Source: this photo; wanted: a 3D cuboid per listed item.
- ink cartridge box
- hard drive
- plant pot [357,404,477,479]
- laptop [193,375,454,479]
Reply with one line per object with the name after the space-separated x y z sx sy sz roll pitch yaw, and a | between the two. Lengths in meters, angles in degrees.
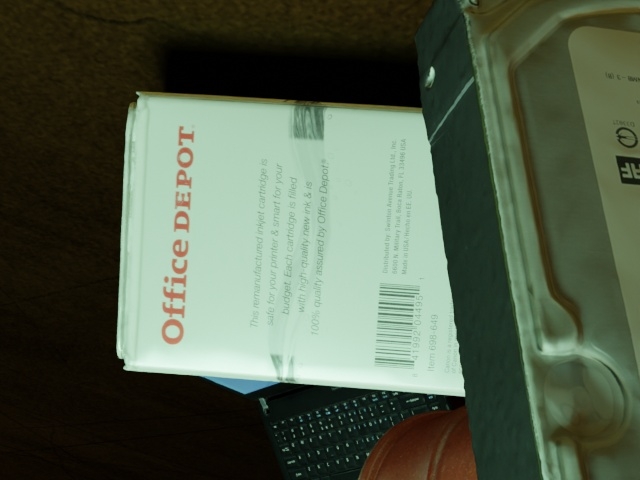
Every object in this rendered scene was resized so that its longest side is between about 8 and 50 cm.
0.000 0.000 0.625 0.217 0.159 0.092 4 -175 2 | ink cartridge box
0.176 0.040 0.461 0.236 0.339 0.064 4 152 -16 | hard drive
0.206 0.190 0.710 0.272 0.272 0.265 24 137 -28 | plant pot
-0.010 0.174 0.966 0.234 0.264 0.136 -24 176 42 | laptop
